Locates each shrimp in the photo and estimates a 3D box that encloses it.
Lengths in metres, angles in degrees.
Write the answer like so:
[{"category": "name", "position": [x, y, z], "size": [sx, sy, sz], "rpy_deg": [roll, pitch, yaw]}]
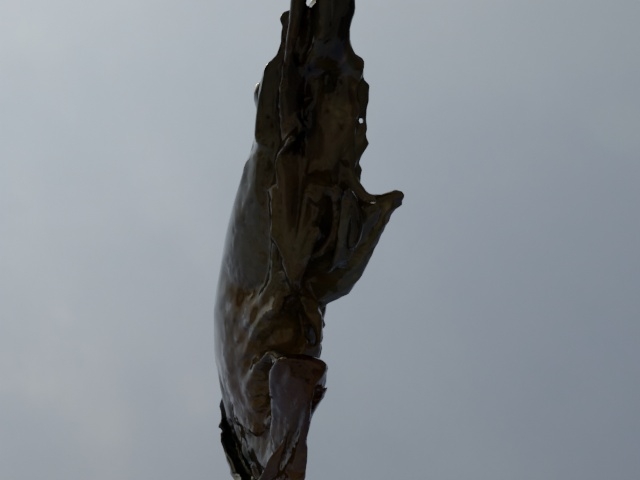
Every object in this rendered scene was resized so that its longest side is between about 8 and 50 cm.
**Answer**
[{"category": "shrimp", "position": [0.003, -0.006, 0.639], "size": [0.066, 0.262, 0.117], "rpy_deg": [-4, -143, -24]}]
